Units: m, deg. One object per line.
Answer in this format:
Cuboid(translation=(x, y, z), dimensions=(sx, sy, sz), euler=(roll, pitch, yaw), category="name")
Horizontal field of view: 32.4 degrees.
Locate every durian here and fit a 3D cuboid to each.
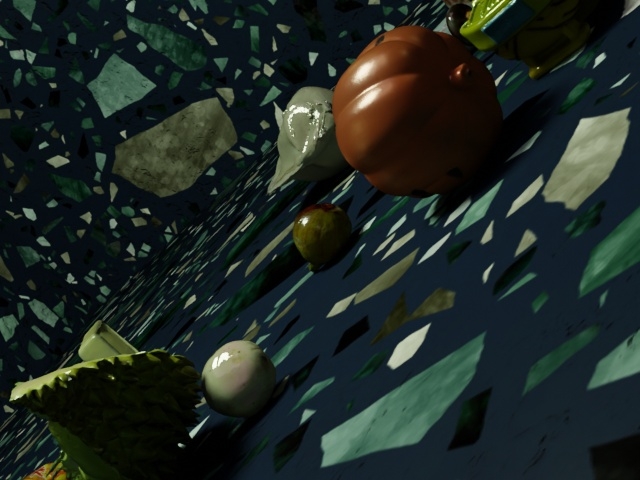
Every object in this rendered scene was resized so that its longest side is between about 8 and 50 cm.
Cuboid(translation=(-0.220, 0.191, 1.174), dimensions=(0.352, 0.169, 0.158), euler=(99, -170, -67), category="durian")

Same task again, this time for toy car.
Cuboid(translation=(0.272, -0.312, 1.343), dimensions=(0.200, 0.142, 0.248), euler=(-36, 23, 47), category="toy car")

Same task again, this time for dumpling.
Cuboid(translation=(0.001, -0.173, 2.001), dimensions=(0.293, 0.163, 0.204), euler=(-102, 23, -78), category="dumpling")

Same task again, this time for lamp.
Cuboid(translation=(0.111, -0.143, 1.202), dimensions=(0.164, 0.187, 0.188), euler=(-35, 14, 46), category="lamp")

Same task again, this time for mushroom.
Cuboid(translation=(-0.085, 0.148, 1.159), dimensions=(0.083, 0.067, 0.083), euler=(-16, 48, 18), category="mushroom")

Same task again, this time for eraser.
Cuboid(translation=(-0.395, 0.216, 2.073), dimensions=(0.058, 0.117, 0.172), euler=(-46, 10, -2), category="eraser")

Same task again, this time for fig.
Cuboid(translation=(0.000, 0.000, 1.452), dimensions=(0.084, 0.082, 0.098), euler=(-143, 58, -67), category="fig")

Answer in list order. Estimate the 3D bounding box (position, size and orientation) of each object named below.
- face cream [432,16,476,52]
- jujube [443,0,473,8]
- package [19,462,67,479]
Cuboid(translation=(0.256, -0.372, 1.876), dimensions=(0.229, 0.075, 0.075), euler=(-47, 9, -10), category="face cream")
Cuboid(translation=(0.304, -0.455, 1.638), dimensions=(0.226, 0.226, 0.317), euler=(-51, 16, -29), category="jujube")
Cuboid(translation=(-0.430, 0.400, 1.484), dimensions=(0.223, 0.108, 0.288), euler=(-37, 10, 34), category="package")
